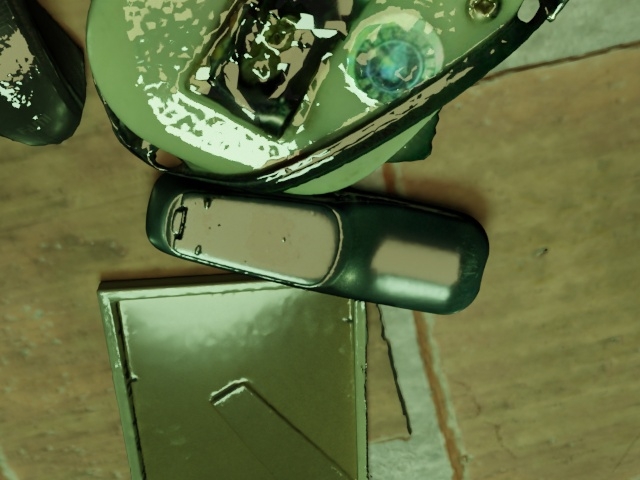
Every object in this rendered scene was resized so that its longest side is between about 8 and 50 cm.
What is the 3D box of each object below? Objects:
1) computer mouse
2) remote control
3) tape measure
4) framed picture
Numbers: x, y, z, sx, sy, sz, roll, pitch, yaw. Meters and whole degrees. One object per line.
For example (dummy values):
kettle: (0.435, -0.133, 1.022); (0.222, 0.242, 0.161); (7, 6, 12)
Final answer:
computer mouse: (-0.186, -0.107, 0.559); (0.079, 0.047, 0.135); (-26, 117, 10)
remote control: (0.000, 0.000, 0.632); (0.222, 0.042, 0.072); (10, 104, -9)
tape measure: (-0.001, -0.112, 0.532); (0.235, 0.115, 0.207); (20, 115, -15)
framed picture: (-0.055, 0.130, 0.725); (0.184, 0.016, 0.250); (-5, 121, -2)
